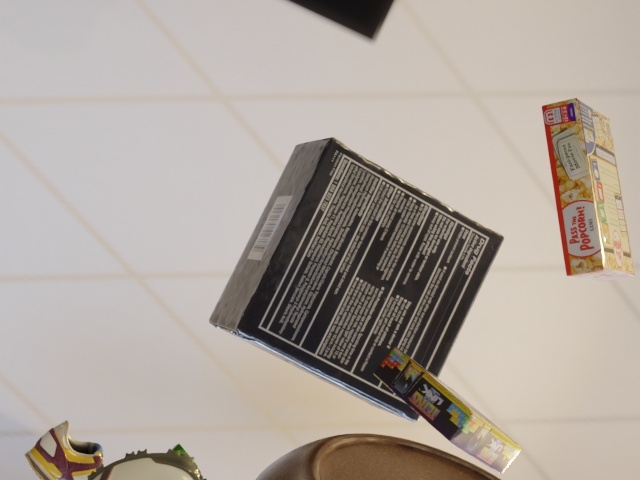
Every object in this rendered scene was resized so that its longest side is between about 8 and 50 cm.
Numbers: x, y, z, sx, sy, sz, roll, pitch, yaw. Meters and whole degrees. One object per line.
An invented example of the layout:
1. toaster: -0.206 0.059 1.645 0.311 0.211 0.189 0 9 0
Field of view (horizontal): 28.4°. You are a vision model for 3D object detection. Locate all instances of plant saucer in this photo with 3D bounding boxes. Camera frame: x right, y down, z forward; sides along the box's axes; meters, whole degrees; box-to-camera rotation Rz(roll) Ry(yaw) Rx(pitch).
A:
1. plant saucer: 0.094 0.245 1.058 0.310 0.310 0.050 -108 -142 -70

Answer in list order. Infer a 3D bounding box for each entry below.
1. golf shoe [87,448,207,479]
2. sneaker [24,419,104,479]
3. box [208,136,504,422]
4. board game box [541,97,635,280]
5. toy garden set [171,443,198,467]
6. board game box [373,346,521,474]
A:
1. golf shoe: -0.234 0.312 1.275 0.273 0.105 0.120 -29 -156 4
2. sneaker: -0.311 0.324 1.711 0.084 0.185 0.069 -44 -150 -6
3. box: 0.048 0.056 1.782 0.296 0.294 0.183 -63 -164 -8
4. board game box: 0.307 -0.054 1.440 0.045 0.147 0.193 -11 -100 26
5. toy garden set: -0.172 0.422 1.650 0.049 0.244 0.204 -34 -173 36
6. board game box: 0.159 0.213 1.567 0.048 0.170 0.141 -50 -128 1
